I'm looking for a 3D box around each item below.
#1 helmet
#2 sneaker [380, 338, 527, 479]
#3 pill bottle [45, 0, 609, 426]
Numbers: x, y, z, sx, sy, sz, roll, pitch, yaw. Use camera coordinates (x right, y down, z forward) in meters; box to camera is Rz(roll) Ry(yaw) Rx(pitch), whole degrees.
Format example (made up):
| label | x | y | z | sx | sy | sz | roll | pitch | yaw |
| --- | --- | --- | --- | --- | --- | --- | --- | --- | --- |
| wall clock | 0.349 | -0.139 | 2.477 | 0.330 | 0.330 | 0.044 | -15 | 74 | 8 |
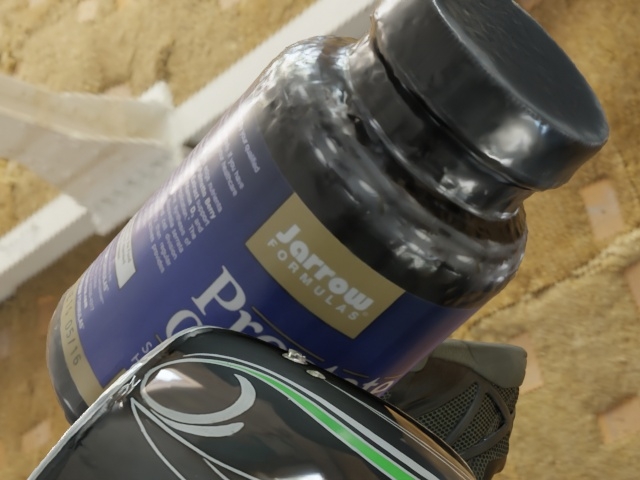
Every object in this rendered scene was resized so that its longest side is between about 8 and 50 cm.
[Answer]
| label | x | y | z | sx | sy | sz | roll | pitch | yaw |
| --- | --- | --- | --- | --- | --- | --- | --- | --- | --- |
| helmet | -0.013 | 0.123 | 0.399 | 0.161 | 0.169 | 0.169 | 36 | -75 | 10 |
| sneaker | 0.057 | 0.127 | 0.882 | 0.087 | 0.227 | 0.130 | 0 | -98 | 42 |
| pill bottle | 0.000 | 0.000 | 0.500 | 0.219 | 0.123 | 0.122 | -45 | -127 | 27 |
